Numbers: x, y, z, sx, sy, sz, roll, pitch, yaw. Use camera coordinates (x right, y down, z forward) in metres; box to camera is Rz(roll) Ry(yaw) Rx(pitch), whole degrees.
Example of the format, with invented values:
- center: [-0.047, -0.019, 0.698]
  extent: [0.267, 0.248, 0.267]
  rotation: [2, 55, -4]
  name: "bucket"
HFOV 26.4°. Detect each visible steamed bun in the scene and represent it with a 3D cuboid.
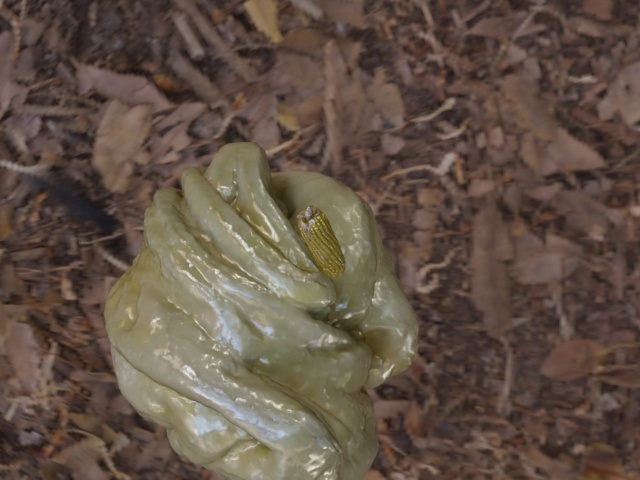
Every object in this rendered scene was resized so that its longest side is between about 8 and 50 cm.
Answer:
- center: [-0.047, 0.068, 1.392]
  extent: [0.324, 0.230, 0.372]
  rotation: [30, 47, -7]
  name: "steamed bun"

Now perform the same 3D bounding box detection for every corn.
- center: [0.000, 0.000, 1.156]
  extent: [0.027, 0.028, 0.083]
  rotation: [-34, 137, -9]
  name: "corn"
